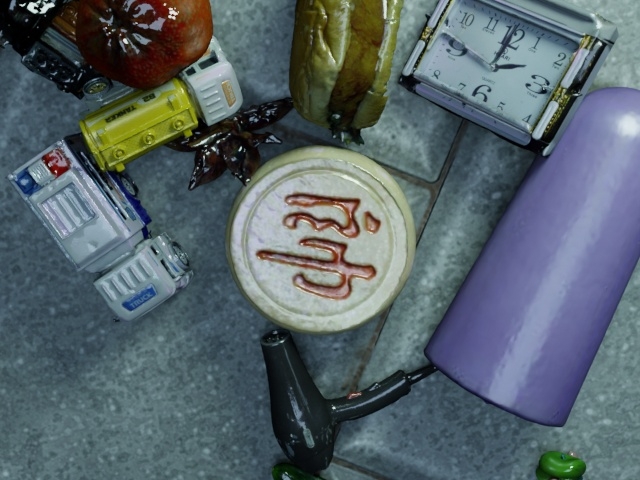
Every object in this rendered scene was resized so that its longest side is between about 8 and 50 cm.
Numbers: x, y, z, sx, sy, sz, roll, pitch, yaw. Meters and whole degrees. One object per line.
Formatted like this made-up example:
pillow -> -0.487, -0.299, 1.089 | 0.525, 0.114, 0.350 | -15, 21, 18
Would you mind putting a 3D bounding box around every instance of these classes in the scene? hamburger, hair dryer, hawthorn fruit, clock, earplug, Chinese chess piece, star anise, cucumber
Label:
hamburger -> 0.031, -0.280, 1.099 | 0.133, 0.211, 0.308 | 7, 99, -4
hair dryer -> 0.049, 0.207, 1.255 | 0.272, 0.091, 0.235 | -18, 111, -9
hawthorn fruit -> -0.206, -0.272, 1.059 | 0.157, 0.194, 0.156 | 8, 109, 25
clock -> 0.243, -0.242, 1.127 | 0.253, 0.083, 0.186 | 33, 101, 27
earplug -> 0.330, 0.008, 1.150 | 0.215, 0.215, 0.455 | 25, 96, -3
Chinese chess piece -> 0.000, 0.000, 1.199 | 0.270, 0.112, 0.269 | 0, 100, 1
star anise -> -0.131, -0.129, 1.179 | 0.213, 0.053, 0.157 | -3, 60, 2
cucumber -> 0.042, 0.424, 1.302 | 0.284, 0.056, 0.056 | 37, 99, -10

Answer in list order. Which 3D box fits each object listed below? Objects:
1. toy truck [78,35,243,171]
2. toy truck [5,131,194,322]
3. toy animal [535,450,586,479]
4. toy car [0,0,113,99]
toy truck -> -0.215, -0.179, 1.134 | 0.227, 0.114, 0.098 | -28, 139, -10
toy truck -> -0.302, -0.013, 1.182 | 0.124, 0.155, 0.268 | -34, 98, 7
toy animal -> 0.370, 0.424, 1.267 | 0.103, 0.100, 0.208 | 5, 88, 40
toy car -> -0.289, -0.339, 1.144 | 0.193, 0.118, 0.301 | 40, 95, -25
